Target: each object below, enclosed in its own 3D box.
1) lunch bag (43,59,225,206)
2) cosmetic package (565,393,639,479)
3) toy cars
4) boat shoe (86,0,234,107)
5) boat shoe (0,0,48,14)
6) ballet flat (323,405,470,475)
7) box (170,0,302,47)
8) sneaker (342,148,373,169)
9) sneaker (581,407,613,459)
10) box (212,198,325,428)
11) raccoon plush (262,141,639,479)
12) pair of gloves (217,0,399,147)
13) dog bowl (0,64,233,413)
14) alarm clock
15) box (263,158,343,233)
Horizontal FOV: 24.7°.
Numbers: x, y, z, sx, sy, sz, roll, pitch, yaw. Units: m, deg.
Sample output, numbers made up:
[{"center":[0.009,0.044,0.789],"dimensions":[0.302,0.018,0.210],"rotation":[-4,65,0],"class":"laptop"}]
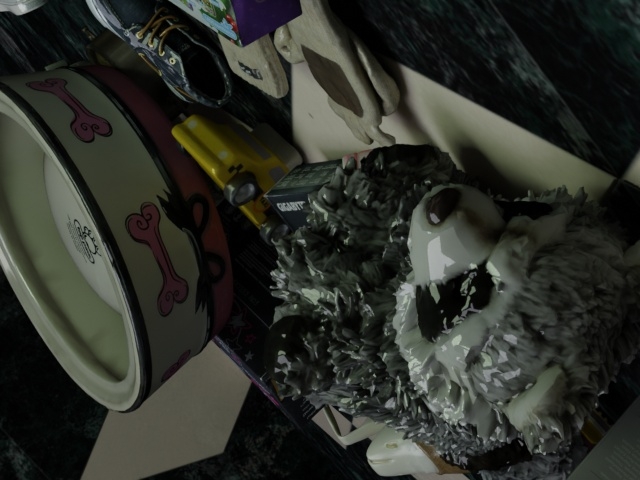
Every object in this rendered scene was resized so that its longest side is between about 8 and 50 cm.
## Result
[{"center":[-0.263,-0.076,1.965],"dimensions":[0.305,0.212,0.256],"rotation":[44,152,17],"class":"lunch bag"},{"center":[0.206,0.213,1.049],"dimensions":[0.107,0.238,0.127],"rotation":[44,167,15],"class":"cosmetic package"},{"center":[0.000,0.000,1.518],"dimensions":[0.394,0.087,0.176],"rotation":[47,178,-17],"class":"toy cars"},{"center":[-0.156,-0.207,1.452],"dimensions":[0.183,0.065,0.083],"rotation":[46,170,-28],"class":"boat shoe"},{"center":[-0.429,-0.349,1.992],"dimensions":[0.184,0.066,0.063],"rotation":[32,147,61],"class":"boat shoe"},{"center":[0.082,0.222,1.848],"dimensions":[0.342,0.124,0.116],"rotation":[37,165,43],"class":"ballet flat"},{"center":[-0.134,-0.279,1.016],"dimensions":[0.293,0.057,0.201],"rotation":[38,152,42],"class":"box"},{"center":[0.066,-0.025,1.166],"dimensions":[0.134,0.070,0.051],"rotation":[68,-170,-47],"class":"sneaker"},{"center":[0.185,0.154,1.326],"dimensions":[0.185,0.084,0.069],"rotation":[42,168,26],"class":"sneaker"},{"center":[-0.061,0.080,1.799],"dimensions":[0.247,0.163,0.142],"rotation":[41,169,37],"class":"box"},{"center":[0.174,0.082,1.039],"dimensions":[0.299,0.216,0.446],"rotation":[19,173,47],"class":"raccoon plush"},{"center":[-0.033,-0.176,1.130],"dimensions":[0.240,0.042,0.204],"rotation":[32,161,47],"class":"pair of gloves"},{"center":[-0.249,-0.018,1.652],"dimensions":[0.408,0.150,0.408],"rotation":[42,147,36],"class":"dog bowl"},{"center":[-0.197,-0.183,1.669],"dimensions":[0.192,0.064,0.129],"rotation":[39,166,47],"class":"alarm clock"},{"center":[0.056,0.006,1.335],"dimensions":[0.175,0.051,0.220],"rotation":[51,162,-15],"class":"box"}]
